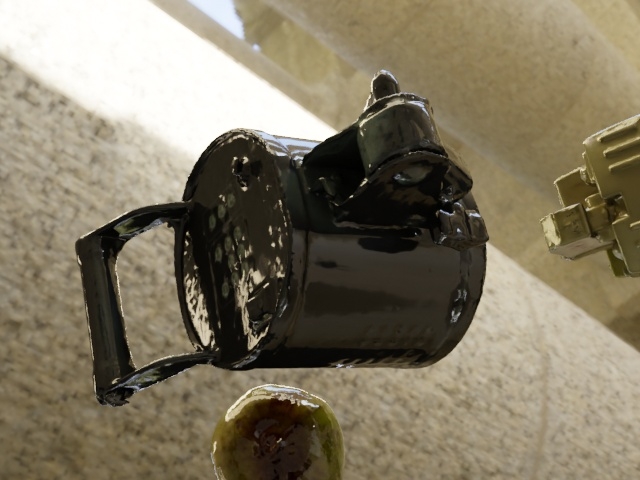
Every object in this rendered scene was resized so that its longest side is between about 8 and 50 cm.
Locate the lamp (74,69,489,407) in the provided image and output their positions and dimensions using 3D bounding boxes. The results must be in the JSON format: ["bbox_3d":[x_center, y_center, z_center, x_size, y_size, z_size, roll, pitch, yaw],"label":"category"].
[{"bbox_3d":[0.005,0.020,0.931,0.374,0.272,0.205,-31,-121,30],"label":"lamp"}]

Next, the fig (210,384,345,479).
[{"bbox_3d":[-0.039,0.221,1.056,0.136,0.153,0.121,-24,-168,-11],"label":"fig"}]

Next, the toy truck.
[{"bbox_3d":[0.388,-0.042,1.164,0.254,0.405,0.181,-17,-97,18],"label":"toy truck"}]
